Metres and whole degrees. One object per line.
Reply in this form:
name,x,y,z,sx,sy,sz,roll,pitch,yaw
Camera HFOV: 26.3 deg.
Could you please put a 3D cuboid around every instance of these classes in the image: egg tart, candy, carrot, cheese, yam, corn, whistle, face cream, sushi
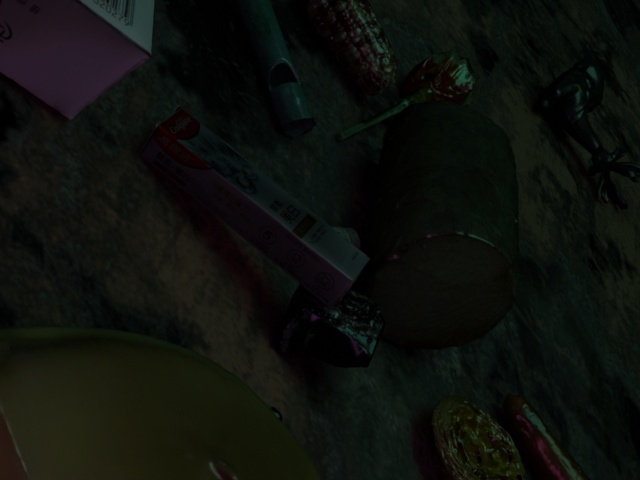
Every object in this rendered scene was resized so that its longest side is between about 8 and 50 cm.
egg tart,0.144,0.209,1.325,0.128,0.049,0.129,34,33,-27
candy,0.098,-0.158,1.593,0.287,0.084,0.078,-32,94,-54
carrot,0.257,0.251,1.453,0.210,0.061,0.061,56,29,5
cheese,-0.111,0.168,0.896,0.315,0.128,0.260,5,56,-57
yam,0.128,-0.020,1.414,0.161,0.161,0.268,43,30,-25
corn,0.018,-0.275,1.572,0.237,0.079,0.079,60,29,0
whistle,-0.050,-0.196,1.426,0.039,0.039,0.186,12,53,-52
face cream,0.000,0.000,1.334,0.115,0.020,0.038,-1,64,-54
sushi,0.015,0.072,1.221,0.083,0.056,0.085,21,24,7

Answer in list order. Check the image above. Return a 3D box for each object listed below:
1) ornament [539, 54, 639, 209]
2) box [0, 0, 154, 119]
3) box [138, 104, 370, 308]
ornament,0.431,-0.153,2.083,0.236,0.080,0.202,53,32,-3
box,-0.256,-0.250,1.090,0.260,0.111,0.195,34,36,-33
box,-0.057,-0.029,1.193,0.218,0.039,0.055,38,31,0
